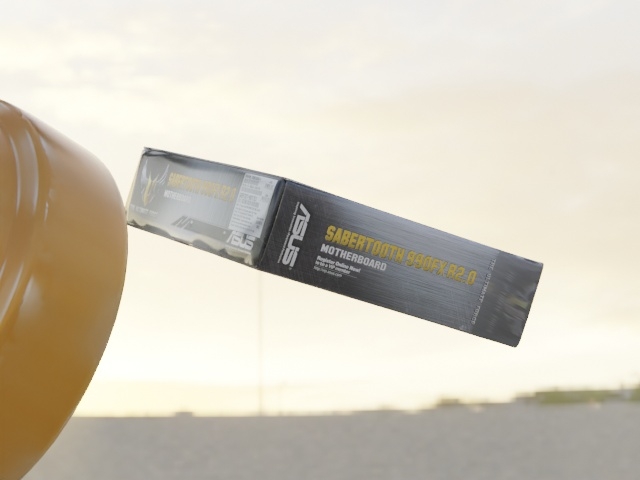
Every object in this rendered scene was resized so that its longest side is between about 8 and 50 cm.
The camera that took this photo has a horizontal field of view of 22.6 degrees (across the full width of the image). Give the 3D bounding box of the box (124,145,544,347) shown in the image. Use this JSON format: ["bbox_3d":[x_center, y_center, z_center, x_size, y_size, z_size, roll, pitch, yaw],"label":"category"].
[{"bbox_3d":[0.000,0.000,1.004,0.183,0.056,0.231,17,0,-27],"label":"box"}]

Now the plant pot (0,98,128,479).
[{"bbox_3d":[-0.222,0.003,0.706,0.205,0.205,0.188,-11,-33,39],"label":"plant pot"}]
